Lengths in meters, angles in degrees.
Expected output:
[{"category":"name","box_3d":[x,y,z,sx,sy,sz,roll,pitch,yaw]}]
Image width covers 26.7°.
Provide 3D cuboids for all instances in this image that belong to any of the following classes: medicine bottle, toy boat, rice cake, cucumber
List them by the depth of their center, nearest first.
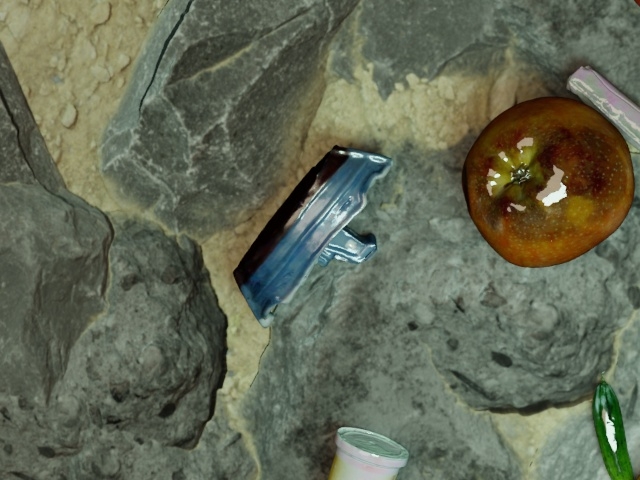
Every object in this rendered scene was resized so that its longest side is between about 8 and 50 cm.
[{"category":"rice cake","box_3d":[0.425,-0.136,1.757,0.270,0.055,0.049,43,101,19]},{"category":"cucumber","box_3d":[0.384,0.258,1.784,0.039,0.039,0.168,-13,87,22]},{"category":"toy boat","box_3d":[0.000,0.000,1.902,0.142,0.129,0.309,35,105,-11]},{"category":"medicine bottle","box_3d":[0.010,0.479,1.906,0.108,0.108,0.426,21,100,21]}]

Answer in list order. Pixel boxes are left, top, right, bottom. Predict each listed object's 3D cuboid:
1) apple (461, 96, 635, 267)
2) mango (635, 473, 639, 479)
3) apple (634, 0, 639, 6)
[{"category":"apple","box_3d":[0.288,-0.078,1.728,0.230,0.230,0.230,0,90,22]},{"category":"mango","box_3d":[0.446,0.351,1.734,0.111,0.089,0.163,30,111,31]},{"category":"apple","box_3d":[0.489,-0.373,1.625,0.216,0.260,0.260,23,99,-2]}]
